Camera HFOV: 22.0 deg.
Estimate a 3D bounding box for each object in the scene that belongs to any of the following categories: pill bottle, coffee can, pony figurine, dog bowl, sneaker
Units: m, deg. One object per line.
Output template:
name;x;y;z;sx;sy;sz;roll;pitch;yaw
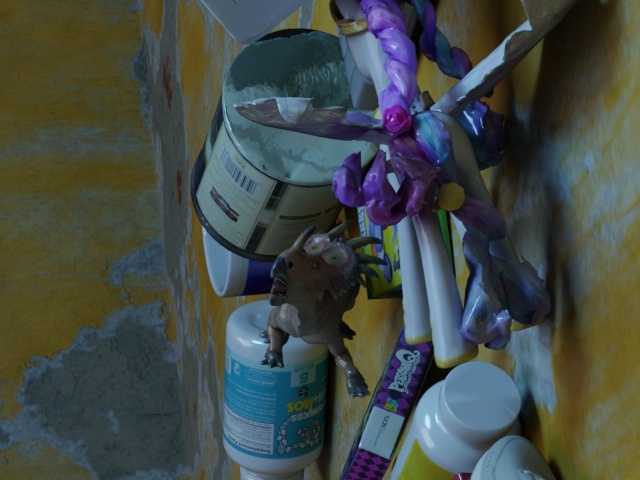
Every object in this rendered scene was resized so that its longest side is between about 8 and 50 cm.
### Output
pill bottle;-0.063;0.226;2.315;0.146;0.146;0.264;-119;28;-62
coffee can;-0.043;-0.112;2.038;0.275;0.202;0.201;122;143;-66
pony figurine;0.089;-0.081;1.442;0.351;0.303;0.363;-147;40;-84
dog bowl;-0.115;-0.046;2.564;0.265;0.104;0.264;177;90;-76
pill bottle;0.133;0.194;1.571;0.184;0.103;0.103;106;157;-54
sneaker;0.202;0.240;1.366;0.121;0.099;0.262;-56;24;26

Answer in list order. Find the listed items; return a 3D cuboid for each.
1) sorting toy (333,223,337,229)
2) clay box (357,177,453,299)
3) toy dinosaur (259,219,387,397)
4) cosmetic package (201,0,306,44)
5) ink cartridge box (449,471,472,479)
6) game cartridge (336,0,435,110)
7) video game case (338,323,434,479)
sorting toy;0.000;0.000;2.227;0.042;0.061;0.102;54;179;-10
clay box;0.087;-0.006;1.831;0.222;0.053;0.127;144;120;-74
toy dinosaur;0.003;0.043;1.856;0.295;0.127;0.200;-92;8;-69
cosmetic package;-0.072;-0.468;1.521;0.327;0.329;0.393;46;-165;-38
ink cartridge box;0.146;0.318;1.495;0.127;0.072;0.175;-51;43;35
game cartridge;0.077;-0.331;1.803;0.355;0.068;0.230;108;152;-56
video game case;0.071;0.184;1.761;0.232;0.042;0.210;108;-175;-59
